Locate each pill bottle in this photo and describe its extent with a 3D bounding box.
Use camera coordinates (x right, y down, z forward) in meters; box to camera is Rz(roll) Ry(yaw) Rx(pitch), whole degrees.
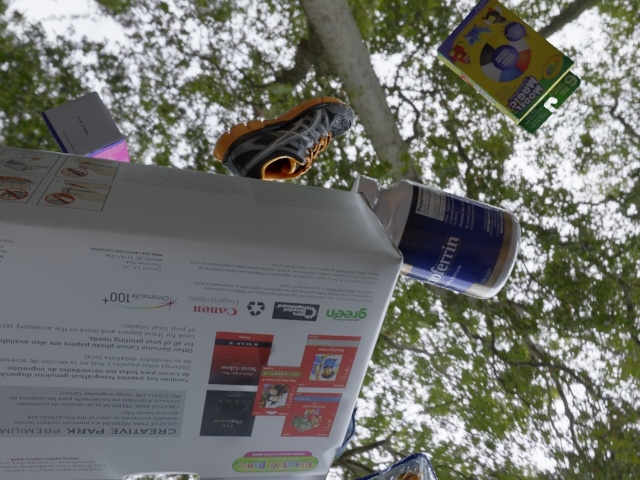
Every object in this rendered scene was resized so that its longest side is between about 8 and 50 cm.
[{"bbox_3d":[0.169,-0.011,0.872,0.265,0.153,0.153,17,-114,-2],"label":"pill bottle"}]

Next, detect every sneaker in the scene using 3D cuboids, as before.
[{"bbox_3d":[-0.035,-0.127,0.725,0.215,0.084,0.083,-28,-108,-26],"label":"sneaker"}]

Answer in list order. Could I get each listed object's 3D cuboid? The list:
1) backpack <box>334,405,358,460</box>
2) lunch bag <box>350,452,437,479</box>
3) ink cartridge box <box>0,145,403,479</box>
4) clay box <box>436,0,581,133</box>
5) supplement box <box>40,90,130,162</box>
[{"bbox_3d":[-0.006,0.195,0.635,0.105,0.084,0.114,11,-132,-11],"label":"backpack"},{"bbox_3d":[0.007,0.505,0.731,0.386,0.328,0.238,-23,-98,9],"label":"lunch bag"},{"bbox_3d":[-0.124,0.085,0.460,0.130,0.310,0.271,-111,-149,-59],"label":"ink cartridge box"},{"bbox_3d":[0.326,-0.302,0.924,0.222,0.053,0.127,44,-79,11],"label":"clay box"},{"bbox_3d":[-0.465,-0.189,1.087,0.114,0.220,0.111,-30,-92,-20],"label":"supplement box"}]
